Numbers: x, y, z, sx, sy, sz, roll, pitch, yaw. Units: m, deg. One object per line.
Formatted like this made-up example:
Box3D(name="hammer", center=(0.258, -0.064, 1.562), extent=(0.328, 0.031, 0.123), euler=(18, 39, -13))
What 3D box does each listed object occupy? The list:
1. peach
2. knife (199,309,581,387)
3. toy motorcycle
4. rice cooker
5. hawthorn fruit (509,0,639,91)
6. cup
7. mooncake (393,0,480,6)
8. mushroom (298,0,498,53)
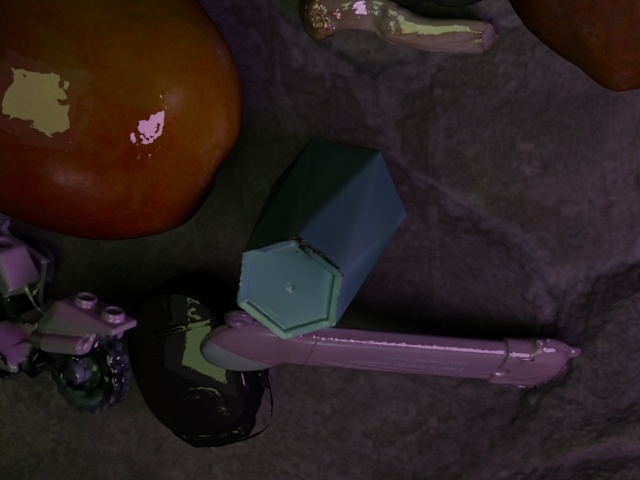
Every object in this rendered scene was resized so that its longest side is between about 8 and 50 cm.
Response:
Box3D(name="peach", center=(-0.231, -0.142, 1.389), extent=(0.332, 0.308, 0.308), euler=(38, 117, -20))
Box3D(name="knife", center=(0.074, 0.113, 1.485), extent=(0.399, 0.038, 0.132), euler=(6, 151, -12))
Box3D(name="toy motorcycle", center=(-0.335, 0.059, 1.559), extent=(0.327, 0.143, 0.188), euler=(24, 117, 29))
Box3D(name="rice cooker", center=(-0.131, 0.133, 1.569), extent=(0.142, 0.118, 0.203), euler=(-13, 109, 18))
Box3D(name="hawthorn fruit", center=(0.271, -0.238, 1.280), extent=(0.208, 0.208, 0.248), euler=(-8, 138, 16))
Box3D(name="cup", center=(0.000, 0.000, 1.416), extent=(0.134, 0.235, 0.148), euler=(35, 114, -5))
Box3D(name="mooncake", center=(0.111, -0.303, 1.332), extent=(0.168, 0.104, 0.175), euler=(-33, 106, 17))
Box3D(name="mushroom", center=(0.076, -0.213, 1.402), extent=(0.202, 0.059, 0.054), euler=(11, 85, 2))
